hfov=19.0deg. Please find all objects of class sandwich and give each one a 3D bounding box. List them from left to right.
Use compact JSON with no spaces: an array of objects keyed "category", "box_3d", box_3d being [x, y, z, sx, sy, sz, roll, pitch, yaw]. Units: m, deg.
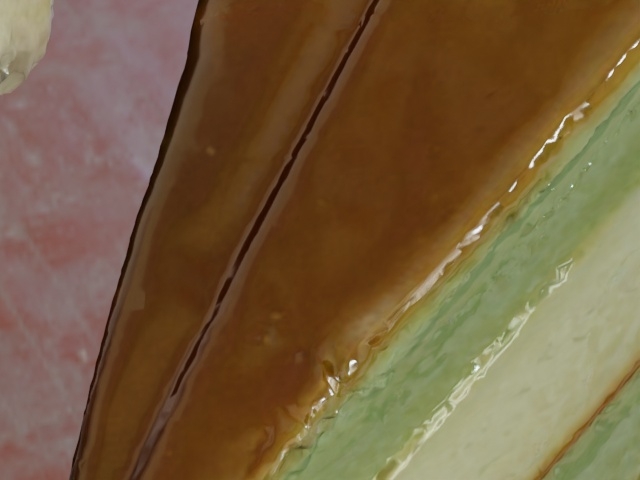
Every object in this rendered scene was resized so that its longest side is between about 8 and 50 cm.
[{"category":"sandwich","box_3d":[0.000,0.000,0.410,0.187,0.117,0.144,-49,48,-2]}]

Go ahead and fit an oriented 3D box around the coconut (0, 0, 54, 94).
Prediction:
[{"category":"coconut","box_3d":[-0.303,-0.139,0.694,0.415,0.345,0.415,-2,14,1]}]
